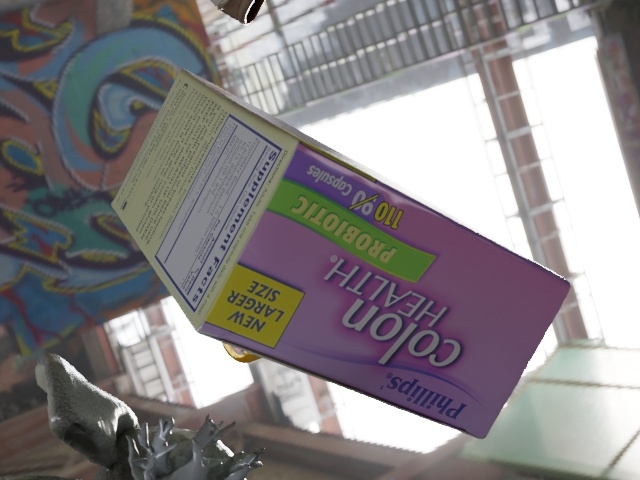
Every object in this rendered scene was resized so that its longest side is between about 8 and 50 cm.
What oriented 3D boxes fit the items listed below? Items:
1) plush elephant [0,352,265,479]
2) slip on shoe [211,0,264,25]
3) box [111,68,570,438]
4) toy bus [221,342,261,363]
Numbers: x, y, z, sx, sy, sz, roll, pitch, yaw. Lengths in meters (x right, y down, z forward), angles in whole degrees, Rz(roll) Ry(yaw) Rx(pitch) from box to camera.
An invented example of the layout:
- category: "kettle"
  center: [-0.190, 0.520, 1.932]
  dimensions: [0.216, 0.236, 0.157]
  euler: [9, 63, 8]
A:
- category: "plush elephant"
  center: [-0.134, 0.219, 0.630]
  dimensions: [0.330, 0.272, 0.255]
  euler: [-51, 176, 6]
- category: "slip on shoe"
  center: [-0.045, -0.214, 0.778]
  dimensions: [0.051, 0.041, 0.135]
  euler: [-48, -169, -34]
- category: "box"
  center: [0.000, 0.000, 0.658]
  dimensions: [0.213, 0.117, 0.243]
  euler: [25, -173, -28]
- category: "toy bus"
  center: [0.016, 0.030, 1.082]
  dimensions: [0.130, 0.108, 0.332]
  euler: [-25, 179, 28]
